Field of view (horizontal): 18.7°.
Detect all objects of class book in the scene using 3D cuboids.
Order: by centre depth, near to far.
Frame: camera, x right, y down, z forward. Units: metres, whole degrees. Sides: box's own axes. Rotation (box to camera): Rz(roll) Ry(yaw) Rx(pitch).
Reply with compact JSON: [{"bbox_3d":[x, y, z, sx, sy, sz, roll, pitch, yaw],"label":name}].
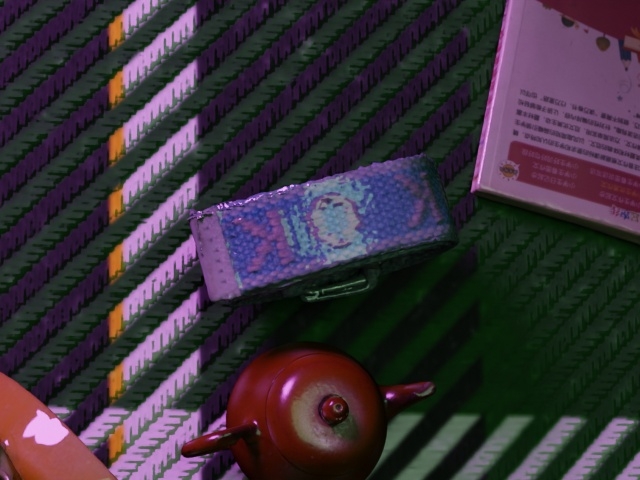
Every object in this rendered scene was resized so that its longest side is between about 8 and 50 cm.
[{"bbox_3d":[0.209,-0.121,1.464,0.162,0.022,0.232,15,73,-11],"label":"book"}]

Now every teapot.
[{"bbox_3d":[-0.009,0.120,1.290,0.173,0.116,0.116,-11,80,-19],"label":"teapot"}]

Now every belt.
[{"bbox_3d":[0.009,-0.002,1.310,0.163,0.147,0.082,-15,84,8],"label":"belt"}]

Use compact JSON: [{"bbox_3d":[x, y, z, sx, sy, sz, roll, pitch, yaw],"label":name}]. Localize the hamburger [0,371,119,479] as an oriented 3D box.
[{"bbox_3d":[-0.202,0.227,1.119,0.212,0.274,0.274,-40,91,-20],"label":"hamburger"}]
